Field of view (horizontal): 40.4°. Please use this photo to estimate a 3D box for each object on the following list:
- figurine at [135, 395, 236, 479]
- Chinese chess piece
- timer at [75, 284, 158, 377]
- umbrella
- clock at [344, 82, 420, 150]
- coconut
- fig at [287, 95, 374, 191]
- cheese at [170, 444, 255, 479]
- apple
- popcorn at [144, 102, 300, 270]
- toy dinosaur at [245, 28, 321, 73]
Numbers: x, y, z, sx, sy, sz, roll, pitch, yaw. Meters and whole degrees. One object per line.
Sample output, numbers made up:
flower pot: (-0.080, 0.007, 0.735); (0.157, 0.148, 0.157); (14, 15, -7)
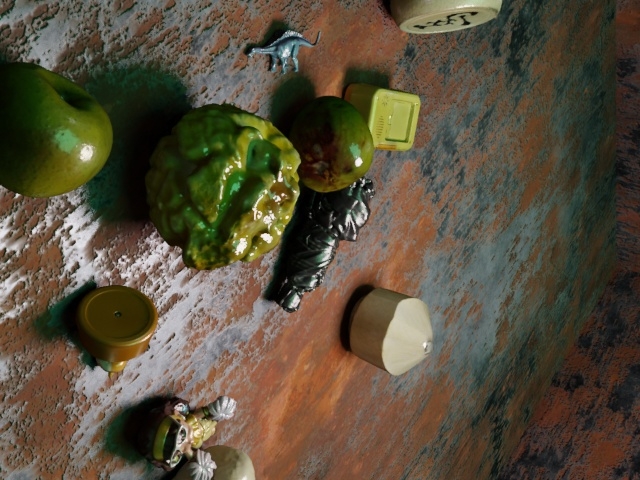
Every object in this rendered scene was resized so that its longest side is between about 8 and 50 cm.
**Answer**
figurine: (-0.255, 0.366, 1.660); (0.240, 0.116, 0.174); (12, 96, -60)
Chinese chess piece: (0.281, -0.539, 1.952); (0.250, 0.250, 0.101); (-8, 92, -55)
timer: (-0.348, 0.171, 1.465); (0.132, 0.132, 0.152); (-38, 156, -43)
umbrella: (0.008, 0.002, 1.905); (0.154, 0.128, 0.336); (20, 92, -41)
clock: (0.136, -0.280, 1.987); (0.202, 0.096, 0.143); (-4, 109, -54)
coconut: (0.184, 0.226, 2.155); (0.202, 0.222, 0.202); (-26, 126, -42)
fig: (0.018, -0.203, 1.784); (0.181, 0.181, 0.191); (37, 50, -55)
cheese: (-0.239, 0.532, 1.700); (0.248, 0.174, 0.251); (11, 95, -66)
apple: (-0.385, -0.147, 1.193); (0.157, 0.196, 0.196); (-45, 153, 20)
popcorn: (-0.157, -0.094, 1.481); (0.282, 0.247, 0.282); (-41, 167, -11)
toy dinosaur: (-0.068, -0.370, 1.694); (0.197, 0.045, 0.080); (-25, 120, -38)
